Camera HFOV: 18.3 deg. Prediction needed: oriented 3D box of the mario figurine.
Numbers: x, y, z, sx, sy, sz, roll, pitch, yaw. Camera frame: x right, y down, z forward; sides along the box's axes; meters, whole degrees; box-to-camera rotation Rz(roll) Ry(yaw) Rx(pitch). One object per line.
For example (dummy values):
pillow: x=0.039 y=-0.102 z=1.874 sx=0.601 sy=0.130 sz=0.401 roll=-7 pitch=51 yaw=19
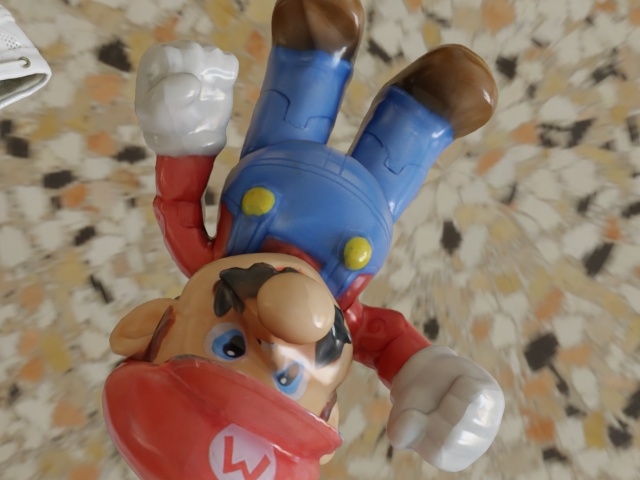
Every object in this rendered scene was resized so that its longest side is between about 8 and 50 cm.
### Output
mario figurine: x=0.000 y=0.000 z=0.993 sx=0.198 sy=0.170 sz=0.320 roll=4 pitch=50 yaw=22

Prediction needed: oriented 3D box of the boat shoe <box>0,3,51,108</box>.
boat shoe: x=-0.321 y=-0.098 z=1.609 sx=0.096 sy=0.098 sz=0.277 roll=42 pitch=51 yaw=6
